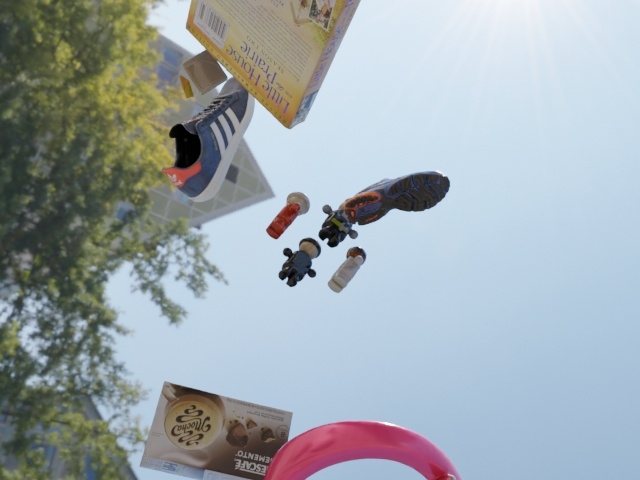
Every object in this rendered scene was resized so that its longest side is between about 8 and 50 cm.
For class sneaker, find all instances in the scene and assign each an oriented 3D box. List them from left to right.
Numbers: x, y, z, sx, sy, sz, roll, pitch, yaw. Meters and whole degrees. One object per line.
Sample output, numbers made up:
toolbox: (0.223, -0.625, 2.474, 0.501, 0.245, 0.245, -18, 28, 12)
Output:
sneaker: (-0.272, -0.274, 1.604, 0.131, 0.148, 0.350, -7, -121, 42)
sneaker: (0.156, -0.101, 1.369, 0.221, 0.083, 0.087, -12, -154, 18)

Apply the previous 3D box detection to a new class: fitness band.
fitness band: (0.054, 0.302, 0.695, 0.208, 0.291, 0.054, -11, -150, 13)

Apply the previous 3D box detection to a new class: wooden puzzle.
wooden puzzle: (-0.233, -0.338, 1.345, 0.116, 0.079, 0.014, -29, -169, -18)

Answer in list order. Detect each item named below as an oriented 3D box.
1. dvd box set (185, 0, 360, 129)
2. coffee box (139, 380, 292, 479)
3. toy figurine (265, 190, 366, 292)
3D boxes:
dvd box set: (-0.077, -0.436, 1.139, 0.307, 0.062, 0.420, 46, -38, 12)
coffee box: (-0.225, 0.438, 1.471, 0.119, 0.297, 0.168, 119, -15, -55)
toy figurine: (0.000, 0.000, 1.528, 0.209, 0.213, 0.148, 5, -143, 28)
